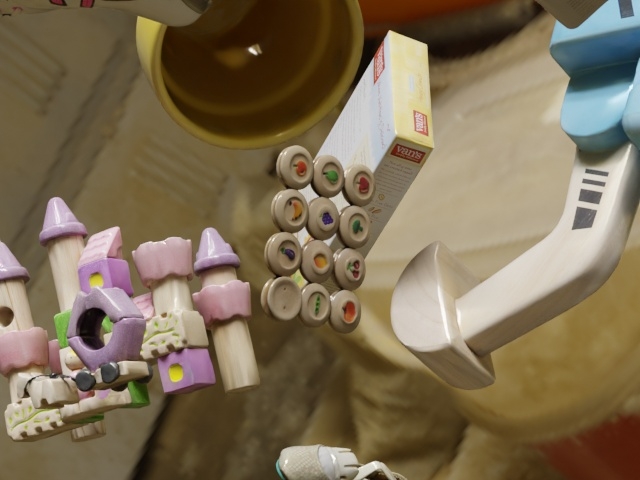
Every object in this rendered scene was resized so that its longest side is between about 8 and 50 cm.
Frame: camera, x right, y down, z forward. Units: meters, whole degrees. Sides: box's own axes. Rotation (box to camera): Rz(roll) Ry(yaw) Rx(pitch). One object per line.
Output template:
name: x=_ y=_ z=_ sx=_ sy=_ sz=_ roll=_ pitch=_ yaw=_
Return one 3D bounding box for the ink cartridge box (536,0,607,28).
ink cartridge box: x=0.090 y=-0.161 z=0.624 sx=0.104 sy=0.180 sz=0.060 roll=-41 pitch=63 yaw=14

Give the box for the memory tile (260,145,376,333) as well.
memory tile: x=0.000 y=0.000 z=1.343 sx=0.012 sy=0.113 sz=0.148 roll=-3 pitch=77 yaw=47

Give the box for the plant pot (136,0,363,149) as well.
plant pot: x=-0.108 y=-0.268 z=1.904 sx=0.254 sy=0.254 sz=0.239 roll=-45 pitch=36 yaw=6

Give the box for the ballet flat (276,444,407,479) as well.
ballet flat: x=0.025 y=0.216 z=1.502 sx=0.052 sy=0.168 sz=0.057 roll=-38 pitch=53 yaw=19

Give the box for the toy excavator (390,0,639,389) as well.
toy excavator: x=0.289 y=-0.089 z=1.462 sx=0.433 sy=0.222 sz=0.445 roll=-8 pitch=52 yaw=40

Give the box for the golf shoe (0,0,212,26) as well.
golf shoe: x=-0.140 y=-0.143 z=0.787 sx=0.086 sy=0.186 sz=0.067 roll=-51 pitch=36 yaw=24

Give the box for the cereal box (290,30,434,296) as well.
cereal box: x=0.037 y=-0.064 z=1.581 sx=0.173 sy=0.047 sz=0.240 roll=-90 pitch=25 yaw=-48

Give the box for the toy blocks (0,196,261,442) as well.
toy blocks: x=-0.260 y=0.064 z=1.756 sx=0.289 sy=0.309 sz=0.260 roll=-19 pitch=76 yaw=25
